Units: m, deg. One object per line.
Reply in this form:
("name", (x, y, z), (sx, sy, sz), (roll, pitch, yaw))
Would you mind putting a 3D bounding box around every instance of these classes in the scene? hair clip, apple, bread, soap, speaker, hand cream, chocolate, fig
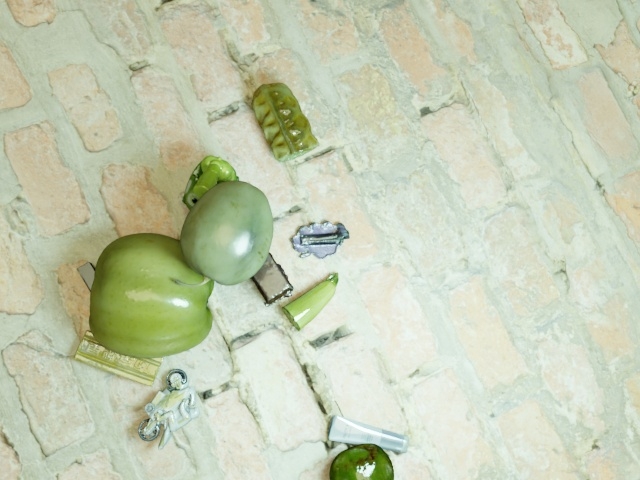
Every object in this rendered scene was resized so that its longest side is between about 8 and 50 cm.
("hair clip", (0.000, -0.001, 1.849), (0.195, 0.052, 0.124), (-8, 77, -4))
("apple", (-0.496, 0.160, 1.711), (0.359, 0.312, 0.320), (8, 121, -12))
("bread", (-0.124, -0.390, 1.849), (0.152, 0.130, 0.268), (-25, 85, -6))
("soap", (-0.609, 0.356, 1.715), (0.251, 0.037, 0.092), (21, 78, -4))
("speaker", (-0.673, 0.157, 1.733), (0.046, 0.040, 0.191), (-32, 87, -12))
("hand cream", (0.151, 0.611, 1.778), (0.255, 0.048, 0.080), (14, 81, -5))
("chocolate", (-0.200, 0.053, 1.780), (0.111, 0.112, 0.321), (-32, 87, -9))
("fig", (0.140, 0.727, 1.689), (0.195, 0.195, 0.245), (-27, 83, -11))

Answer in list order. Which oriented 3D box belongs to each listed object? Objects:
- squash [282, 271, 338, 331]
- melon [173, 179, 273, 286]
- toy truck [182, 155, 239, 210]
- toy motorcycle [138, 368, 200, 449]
("squash", (-0.018, 0.181, 1.808), (0.224, 0.094, 0.094), (-41, 89, -18))
("melon", (-0.261, -0.018, 1.605), (0.271, 0.272, 0.308), (4, 89, -8))
("toy truck", (-0.338, -0.180, 1.758), (0.148, 0.211, 0.187), (23, 63, -2))
("toy motorcycle", (-0.439, 0.508, 1.698), (0.151, 0.074, 0.229), (26, 70, 2))
